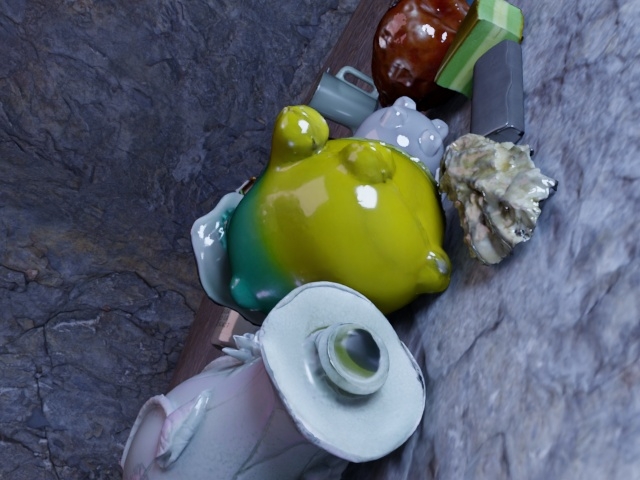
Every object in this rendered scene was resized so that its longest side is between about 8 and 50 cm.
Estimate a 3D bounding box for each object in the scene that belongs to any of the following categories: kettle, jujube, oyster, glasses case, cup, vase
[{"bbox_3d":[0.054,-0.325,1.648,0.098,0.148,0.127,129,161,-56],"label":"kettle"},{"bbox_3d":[0.149,-0.274,1.089,0.236,0.168,0.168,116,176,-69],"label":"jujube"},{"bbox_3d":[0.169,-0.055,0.737,0.209,0.072,0.133,-83,19,-53],"label":"oyster"},{"bbox_3d":[0.214,-0.171,0.868,0.072,0.042,0.191,-43,22,41],"label":"glasses case"},{"bbox_3d":[0.103,-0.107,0.987,0.142,0.134,0.173,-55,13,30],"label":"cup"},{"bbox_3d":[-0.073,0.230,0.837,0.445,0.250,0.250,-47,20,43],"label":"vase"}]

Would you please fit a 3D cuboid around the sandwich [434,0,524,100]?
[{"bbox_3d":[0.215,-0.265,0.975,0.116,0.074,0.074,-54,17,46],"label":"sandwich"}]

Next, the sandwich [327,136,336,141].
[{"bbox_3d":[0.007,-0.189,1.718,0.258,0.096,0.094,-90,22,-71],"label":"sandwich"}]

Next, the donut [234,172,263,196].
[{"bbox_3d":[-0.080,-0.087,1.531,0.269,0.103,0.270,-29,-12,-7],"label":"donut"}]

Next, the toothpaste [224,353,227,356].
[{"bbox_3d":[-0.231,0.224,1.990,0.089,0.057,0.234,-85,17,-66],"label":"toothpaste"}]

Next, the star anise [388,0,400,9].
[{"bbox_3d":[0.216,-0.518,1.419,0.332,0.117,0.332,-63,6,11],"label":"star anise"}]

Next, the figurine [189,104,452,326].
[{"bbox_3d":[0.000,0.000,0.884,0.340,0.324,0.231,-18,20,51],"label":"figurine"}]

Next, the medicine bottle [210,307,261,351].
[{"bbox_3d":[-0.110,0.117,1.436,0.258,0.143,0.143,-67,12,-16],"label":"medicine bottle"}]

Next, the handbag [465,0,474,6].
[{"bbox_3d":[0.242,-0.403,1.217,0.221,0.057,0.144,-56,8,42],"label":"handbag"}]
